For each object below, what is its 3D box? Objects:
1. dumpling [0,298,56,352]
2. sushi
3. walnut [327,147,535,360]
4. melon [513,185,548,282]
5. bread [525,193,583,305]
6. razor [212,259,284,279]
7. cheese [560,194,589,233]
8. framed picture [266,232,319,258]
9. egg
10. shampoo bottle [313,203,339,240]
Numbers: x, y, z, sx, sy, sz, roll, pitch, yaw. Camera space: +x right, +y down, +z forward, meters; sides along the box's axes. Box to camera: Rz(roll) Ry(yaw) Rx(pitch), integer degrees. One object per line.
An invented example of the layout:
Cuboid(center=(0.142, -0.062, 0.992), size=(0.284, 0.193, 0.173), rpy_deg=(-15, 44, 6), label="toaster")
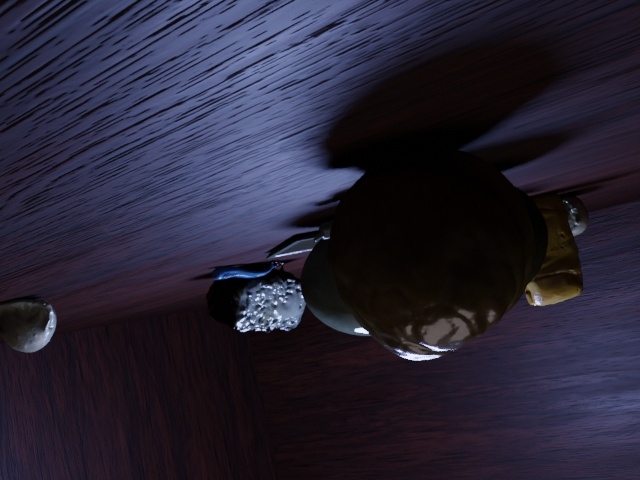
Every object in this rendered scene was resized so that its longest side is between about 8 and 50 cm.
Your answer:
Cuboid(center=(-0.693, 0.185, 1.601), size=(0.155, 0.181, 0.111), rpy_deg=(20, -159, -19), label="dumpling")
Cuboid(center=(-0.178, 0.166, 2.102), size=(0.182, 0.196, 0.343), rpy_deg=(32, -161, 36), label="sushi")
Cuboid(center=(0.141, 0.015, 0.928), size=(0.285, 0.285, 0.296), rpy_deg=(-16, -174, 26), label="walnut")
Cuboid(center=(0.248, 0.008, 1.244), size=(0.301, 0.238, 0.237), rpy_deg=(-13, 174, -3), label="melon")
Cuboid(center=(0.610, 0.025, 1.901), size=(0.166, 0.294, 0.132), rpy_deg=(-14, 179, 9), label="bread")
Cuboid(center=(-0.206, 0.086, 1.935), size=(0.082, 0.042, 0.253), rpy_deg=(-15, 173, 34), label="razor")
Cuboid(center=(0.666, -0.054, 2.084), size=(0.266, 0.127, 0.233), rpy_deg=(-19, 169, 29), label="cheese")
Cuboid(center=(0.000, 0.000, 1.687), size=(0.216, 0.016, 0.273), rpy_deg=(-10, 173, -21), label="framed picture")
Cuboid(center=(0.129, 0.070, 1.459), size=(0.352, 0.259, 0.258), rpy_deg=(-14, 175, -26), label="egg")
Cuboid(center=(0.110, -0.046, 1.148), size=(0.262, 0.085, 0.085), rpy_deg=(-16, 173, 33), label="shampoo bottle")
